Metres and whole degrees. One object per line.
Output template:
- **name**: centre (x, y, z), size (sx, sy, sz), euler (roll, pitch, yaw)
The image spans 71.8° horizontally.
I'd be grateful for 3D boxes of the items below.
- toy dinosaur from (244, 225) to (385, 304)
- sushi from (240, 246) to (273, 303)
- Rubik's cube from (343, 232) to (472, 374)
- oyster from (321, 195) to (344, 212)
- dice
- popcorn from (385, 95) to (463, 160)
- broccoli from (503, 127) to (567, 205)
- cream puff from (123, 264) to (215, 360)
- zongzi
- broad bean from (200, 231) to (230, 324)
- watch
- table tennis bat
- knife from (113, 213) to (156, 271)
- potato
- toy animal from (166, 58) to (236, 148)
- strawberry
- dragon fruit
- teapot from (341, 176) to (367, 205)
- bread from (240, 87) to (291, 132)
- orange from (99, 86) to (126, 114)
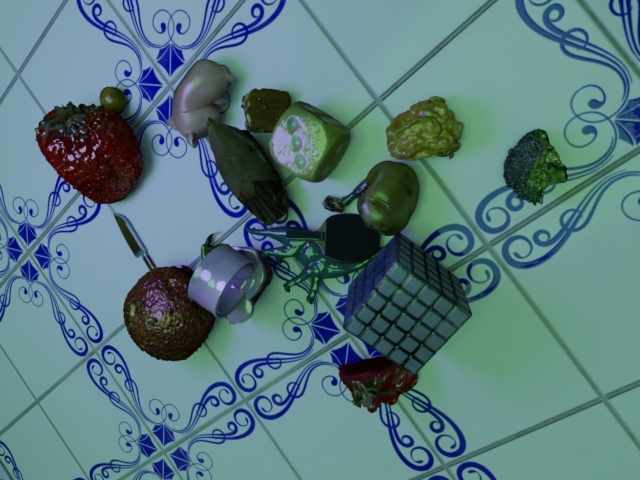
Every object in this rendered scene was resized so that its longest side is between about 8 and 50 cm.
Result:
- **toy dinosaur**: centre (0.000, 0.000, 1.334), size (0.331, 0.129, 0.383), euler (-41, 84, 12)
- **sushi**: centre (-0.232, 0.138, 1.429), size (0.161, 0.107, 0.241), euler (-8, 92, 24)
- **Rubik's cube**: centre (0.222, 0.159, 1.168), size (0.238, 0.237, 0.237), euler (35, 110, -5)
- **oyster**: centre (0.034, -0.106, 1.316), size (0.083, 0.019, 0.054), euler (19, 131, 43)
- **dice**: centre (-0.029, -0.273, 1.236), size (0.166, 0.169, 0.169), euler (36, 111, 10)
- **popcorn**: centre (0.267, -0.287, 1.141), size (0.194, 0.140, 0.163), euler (4, 107, 18)
- **broccoli**: centre (0.530, -0.177, 1.077), size (0.160, 0.167, 0.154), euler (5, 139, -7)
- **cream puff**: centre (-0.524, 0.259, 1.499), size (0.350, 0.228, 0.350), euler (6, 110, 17)
- **zongzi**: centre (-0.208, -0.185, 1.249), size (0.154, 0.317, 0.289), euler (-35, 87, 4)
- **broad bean**: centre (-0.345, 0.133, 1.498), size (0.098, 0.056, 0.318), euler (-7, 98, 37)
- **watch**: centre (-0.291, 0.127, 1.280), size (0.211, 0.217, 0.248), euler (33, 105, 14)
- **table tennis bat**: centre (0.036, -0.009, 1.286), size (0.274, 0.021, 0.154), euler (2, 69, 3)
- **knife**: centre (-0.668, 0.041, 1.623), size (0.061, 0.027, 0.343), euler (-32, 88, 28)
- **potato**: centre (0.185, -0.113, 1.192), size (0.137, 0.154, 0.200), euler (15, 78, 31)
- **toy animal**: centre (-0.367, -0.422, 1.342), size (0.250, 0.154, 0.166), euler (-65, 34, 20)
- **strawberry**: centre (-0.754, -0.271, 1.484), size (0.312, 0.267, 0.351), euler (11, 129, 13)
- **dragon fruit**: centre (0.158, 0.430, 1.296), size (0.262, 0.211, 0.134), euler (-19, 86, 29)
- **teapot**: centre (0.108, -0.138, 1.282), size (0.110, 0.043, 0.043), euler (-35, 87, 25)
- **bread**: centre (-0.156, -0.374, 1.288), size (0.140, 0.069, 0.128), euler (-4, 96, -21)
- **orange**: centre (-0.704, -0.473, 1.501), size (0.085, 0.085, 0.095), euler (-4, 106, 22)
